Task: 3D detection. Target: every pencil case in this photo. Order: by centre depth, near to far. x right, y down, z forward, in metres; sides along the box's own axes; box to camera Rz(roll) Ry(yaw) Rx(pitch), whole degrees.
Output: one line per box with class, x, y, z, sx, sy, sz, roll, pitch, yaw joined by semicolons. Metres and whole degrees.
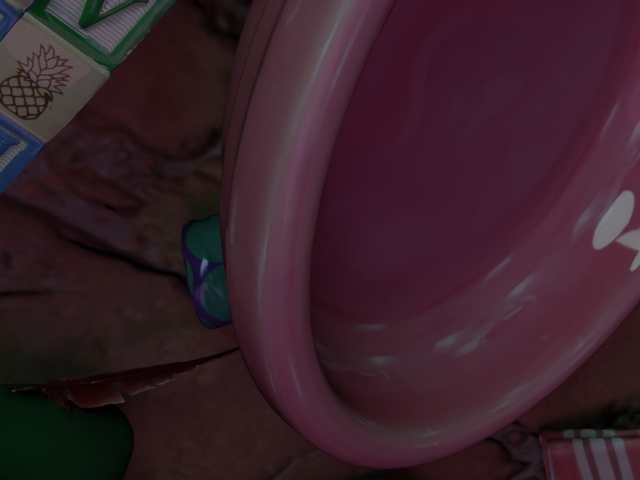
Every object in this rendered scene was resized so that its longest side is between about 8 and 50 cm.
pencil case;0.000;0.000;0.598;0.151;0.070;0.064;-16;97;8

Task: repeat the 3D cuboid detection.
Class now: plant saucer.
plant saucer;0.081;-0.062;0.457;0.332;0.084;0.332;-30;138;-31

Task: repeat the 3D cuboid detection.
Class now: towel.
towel;0.265;0.177;0.779;0.197;0.029;0.144;-7;131;19

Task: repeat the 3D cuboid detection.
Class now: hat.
hat;-0.146;0.104;0.695;0.208;0.183;0.173;29;148;26

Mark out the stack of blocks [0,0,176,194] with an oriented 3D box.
stack of blocks;-0.195;-0.165;0.402;0.297;0.087;0.171;36;112;-30
